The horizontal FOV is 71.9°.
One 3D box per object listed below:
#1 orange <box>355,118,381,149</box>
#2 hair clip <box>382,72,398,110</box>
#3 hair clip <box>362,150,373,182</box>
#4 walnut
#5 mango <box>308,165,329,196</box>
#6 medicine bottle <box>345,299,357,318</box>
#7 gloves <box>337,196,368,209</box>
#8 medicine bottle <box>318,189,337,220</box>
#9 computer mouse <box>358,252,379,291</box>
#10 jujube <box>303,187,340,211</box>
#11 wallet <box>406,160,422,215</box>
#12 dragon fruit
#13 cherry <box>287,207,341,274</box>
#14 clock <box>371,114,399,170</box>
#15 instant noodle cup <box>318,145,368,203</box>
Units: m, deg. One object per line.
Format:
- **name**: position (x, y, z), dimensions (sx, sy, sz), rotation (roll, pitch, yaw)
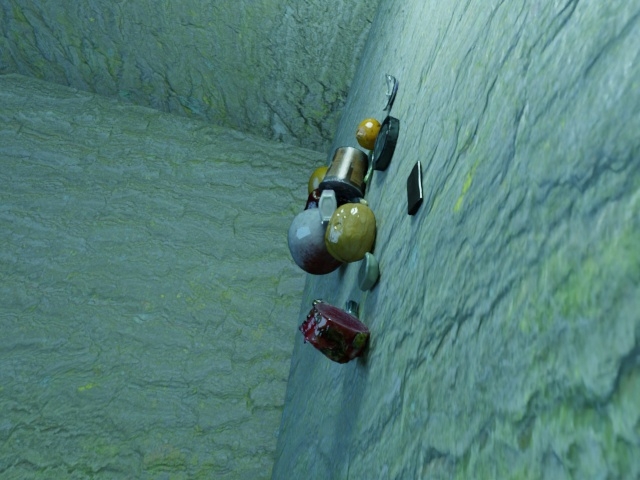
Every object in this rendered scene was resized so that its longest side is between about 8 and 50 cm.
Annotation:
- **orange**: position (0.211, -0.463, 1.915), dimensions (0.135, 0.118, 0.135), rotation (-161, 90, -80)
- **hair clip**: position (0.293, -0.639, 1.875), dimensions (0.116, 0.049, 0.172), rotation (105, 173, -58)
- **hair clip**: position (0.218, -0.331, 1.940), dimensions (0.060, 0.033, 0.188), rotation (119, 165, -61)
- **walnut**: position (0.110, -0.030, 1.609), dimensions (0.193, 0.193, 0.225), rotation (138, 148, -79)
- **mango**: position (0.031, -0.258, 2.635), dimensions (0.264, 0.221, 0.377), rotation (-123, 38, -73)
- **medicine bottle**: position (0.099, 0.308, 1.543), dimensions (0.090, 0.054, 0.208), rotation (111, 170, -51)
- **gloves**: position (0.135, -0.131, 1.900), dimensions (0.180, 0.129, 0.106), rotation (-78, -6, -73)
- **medicine bottle**: position (0.034, -0.160, 1.923), dimensions (0.219, 0.078, 0.115), rotation (-77, -14, -76)
- **computer mouse**: position (0.158, 0.109, 1.438), dimensions (0.181, 0.056, 0.089), rotation (102, 177, -59)
- **jujube**: position (0.013, -0.118, 2.400), dimensions (0.376, 0.259, 0.258), rotation (112, 169, -46)
- **wallet**: position (0.261, -0.144, 1.226), dimensions (0.082, 0.018, 0.156), rotation (112, 170, -49)
- **dragon fruit**: position (0.036, 0.296, 1.389), dimensions (0.282, 0.211, 0.147), rotation (29, 97, 53)
- **cherry**: position (-0.004, -0.012, 2.087), dimensions (0.326, 0.292, 0.334), rotation (63, 152, 28)
- **clock**: position (0.250, -0.373, 1.709), dimensions (0.215, 0.042, 0.214), rotation (-166, 90, -84)
- **instant noodle cup**: position (0.118, -0.300, 2.033), dimensions (0.217, 0.218, 0.207), rotation (121, 168, -70)
